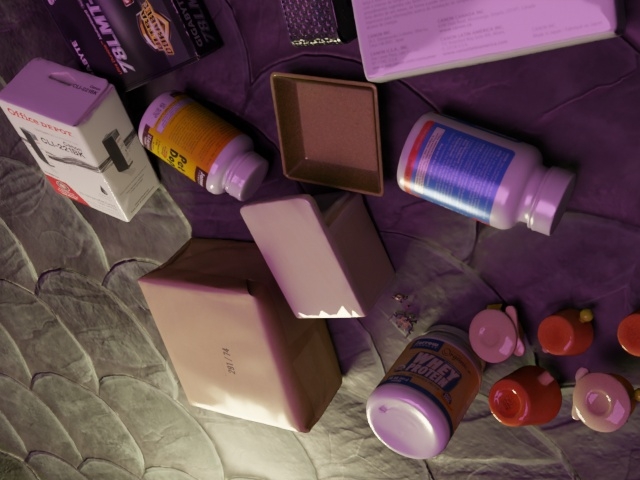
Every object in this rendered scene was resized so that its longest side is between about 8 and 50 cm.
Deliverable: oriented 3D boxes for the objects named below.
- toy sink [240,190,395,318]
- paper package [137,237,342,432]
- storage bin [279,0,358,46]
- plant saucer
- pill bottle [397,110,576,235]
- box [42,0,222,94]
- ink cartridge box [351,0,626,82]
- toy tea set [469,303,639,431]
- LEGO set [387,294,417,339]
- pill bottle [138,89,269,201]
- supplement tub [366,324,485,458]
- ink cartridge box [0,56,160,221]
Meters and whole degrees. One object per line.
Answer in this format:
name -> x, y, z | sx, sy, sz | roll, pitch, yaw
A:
toy sink -> 0.000, 0.000, 1.340 | 0.153, 0.131, 0.234 | -7, 120, 39
paper package -> -0.151, 0.177, 1.552 | 0.310, 0.168, 0.324 | 4, 123, 34
storage bin -> 0.006, -0.363, 1.082 | 0.084, 0.122, 0.180 | 5, 122, 34
plant saucer -> 0.020, -0.175, 1.260 | 0.189, 0.045, 0.188 | 13, 127, 29
pill bottle -> 0.229, -0.088, 1.111 | 0.222, 0.124, 0.124 | 24, 132, 22
box -> -0.341, -0.407, 1.346 | 0.293, 0.073, 0.295 | -10, 113, 39
ink cartridge box -> 0.174, -0.404, 0.950 | 0.308, 0.091, 0.384 | -5, 100, 29
toy tea set -> 0.394, 0.188, 1.224 | 0.336, 0.124, 0.199 | -9, 85, 43
LEGO set -> 0.147, 0.131, 1.406 | 0.054, 0.023, 0.083 | 19, 116, 22
pill bottle -> -0.197, -0.159, 1.380 | 0.215, 0.117, 0.117 | 34, 134, 12
supplement tub -> 0.180, 0.246, 1.332 | 0.144, 0.200, 0.144 | 19, 130, 24
ink cartridge box -> -0.440, -0.183, 1.487 | 0.197, 0.114, 0.272 | 21, 150, 23
